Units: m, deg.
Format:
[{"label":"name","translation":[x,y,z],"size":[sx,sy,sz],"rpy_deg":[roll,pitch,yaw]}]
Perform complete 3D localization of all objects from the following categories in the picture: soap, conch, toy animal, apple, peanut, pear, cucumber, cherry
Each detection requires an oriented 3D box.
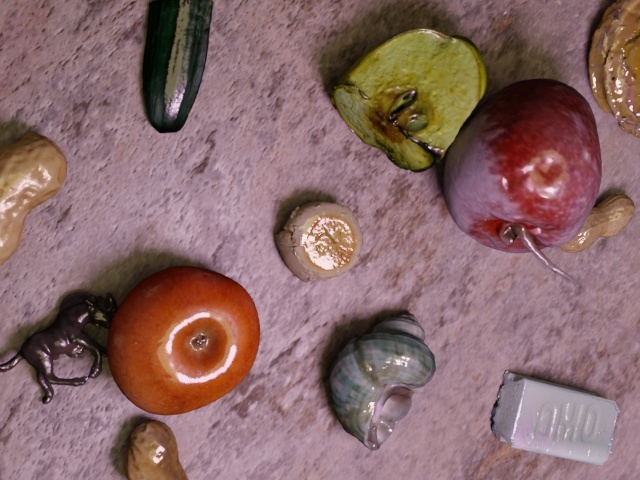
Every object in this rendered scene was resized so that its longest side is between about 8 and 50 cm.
[{"label":"soap","translation":[0.502,0.382,1.914],"size":[0.261,0.094,0.150],"rpy_deg":[16,93,-20]},{"label":"conch","translation":[0.126,0.256,1.736],"size":[0.220,0.195,0.277],"rpy_deg":[44,58,-39]},{"label":"toy animal","translation":[-0.449,0.186,1.579],"size":[0.232,0.084,0.148],"rpy_deg":[-31,94,-11]},{"label":"apple","translation":[-0.234,0.173,1.566],"size":[0.271,0.206,0.252],"rpy_deg":[-14,106,-23]},{"label":"peanut","translation":[-0.297,0.439,1.648],"size":[0.103,0.098,0.229],"rpy_deg":[-7,102,24]},{"label":"pear","translation":[0.173,-0.290,1.679],"size":[0.238,0.164,0.255],"rpy_deg":[34,77,-1]},{"label":"peanut","translation":[-0.545,-0.042,1.478],"size":[0.319,0.147,0.147],"rpy_deg":[-45,109,-13]},{"label":"peanut","translation":[0.579,-0.035,1.893],"size":[0.187,0.082,0.082],"rpy_deg":[-25,105,-14]},{"label":"cucumber","translation":[-0.251,-0.308,1.580],"size":[0.115,0.063,0.244],"rpy_deg":[4,98,-19]},{"label":"cherry","translation":[0.383,-0.136,1.701],"size":[0.291,0.335,0.326],"rpy_deg":[20,131,-4]}]

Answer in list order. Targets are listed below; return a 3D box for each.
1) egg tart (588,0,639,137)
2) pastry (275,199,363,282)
[{"label":"egg tart","translation":[0.724,-0.373,1.862],"size":[0.352,0.150,0.352],"rpy_deg":[-4,102,-19]},{"label":"pastry","translation":[0.000,0.000,1.694],"size":[0.165,0.088,0.166],"rpy_deg":[-2,96,-16]}]
